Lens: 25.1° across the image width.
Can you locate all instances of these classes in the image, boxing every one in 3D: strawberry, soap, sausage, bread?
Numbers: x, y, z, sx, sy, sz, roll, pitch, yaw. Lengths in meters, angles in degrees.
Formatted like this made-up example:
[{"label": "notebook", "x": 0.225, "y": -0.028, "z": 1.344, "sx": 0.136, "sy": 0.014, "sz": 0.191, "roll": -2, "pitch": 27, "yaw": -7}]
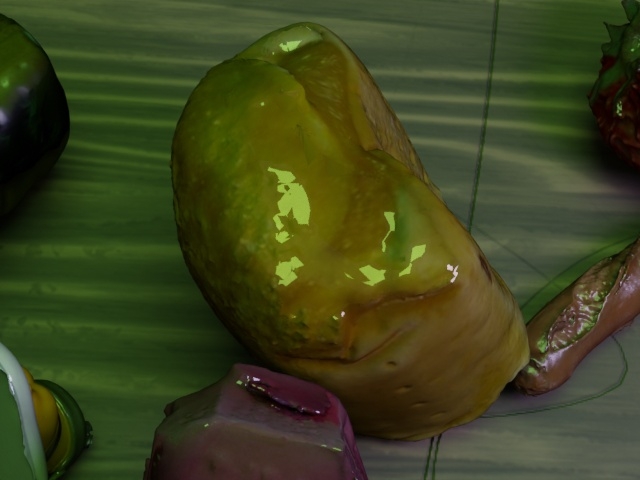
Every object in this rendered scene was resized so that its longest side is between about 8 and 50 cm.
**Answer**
[{"label": "strawberry", "x": 0.422, "y": -0.147, "z": 1.620, "sx": 0.280, "sy": 0.150, "sz": 0.253, "roll": 18, "pitch": 56, "yaw": -25}, {"label": "soap", "x": -0.053, "y": 0.269, "z": 1.235, "sx": 0.220, "sy": 0.127, "sz": 0.325, "roll": 8, "pitch": 104, "yaw": -12}, {"label": "sausage", "x": 0.315, "y": 0.055, "z": 1.523, "sx": 0.326, "sy": 0.087, "sz": 0.079, "roll": -35, "pitch": 113, "yaw": -18}, {"label": "bread", "x": -0.426, "y": -0.078, "z": 1.442, "sx": 0.251, "sy": 0.208, "sz": 0.376, "roll": 29, "pitch": 61, "yaw": 17}, {"label": "bread", "x": 0.000, "y": 0.000, "z": 1.359, "sx": 0.250, "sy": 0.394, "sz": 0.361, "roll": -33, "pitch": 65, "yaw": 5}]

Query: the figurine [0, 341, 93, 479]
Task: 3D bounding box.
[{"label": "figurine", "x": -0.268, "y": 0.159, "z": 1.335, "sx": 0.166, "sy": 0.250, "sz": 0.141, "roll": 41, "pitch": 46, "yaw": 19}]
